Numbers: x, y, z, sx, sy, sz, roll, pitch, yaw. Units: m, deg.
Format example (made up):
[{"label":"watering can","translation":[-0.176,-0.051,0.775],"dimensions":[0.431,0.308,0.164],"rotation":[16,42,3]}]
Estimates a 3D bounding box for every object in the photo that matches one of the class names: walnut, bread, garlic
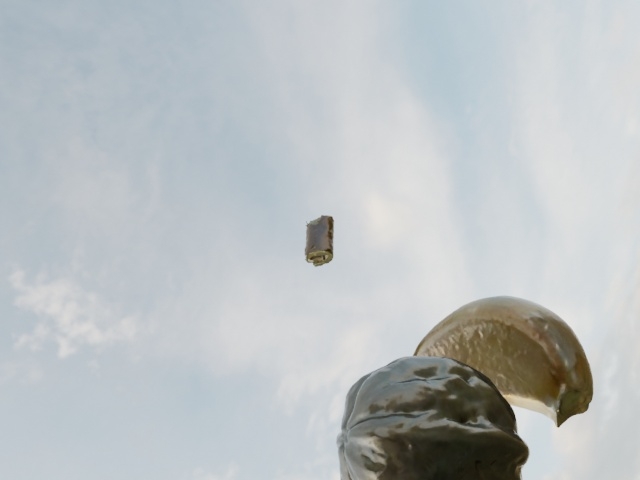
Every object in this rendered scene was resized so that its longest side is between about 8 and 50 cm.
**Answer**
[{"label":"walnut","translation":[0.127,0.237,0.650],"dimensions":[0.224,0.224,0.224],"rotation":[-19,-62,-40]},{"label":"bread","translation":[0.000,0.000,0.871],"dimensions":[0.036,0.047,0.083],"rotation":[54,-154,-37]},{"label":"garlic","translation":[0.239,0.160,0.783],"dimensions":[0.145,0.245,0.164],"rotation":[55,-133,-37]}]
